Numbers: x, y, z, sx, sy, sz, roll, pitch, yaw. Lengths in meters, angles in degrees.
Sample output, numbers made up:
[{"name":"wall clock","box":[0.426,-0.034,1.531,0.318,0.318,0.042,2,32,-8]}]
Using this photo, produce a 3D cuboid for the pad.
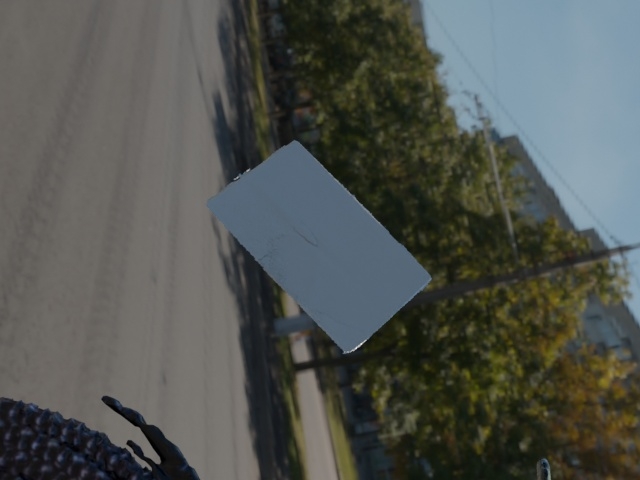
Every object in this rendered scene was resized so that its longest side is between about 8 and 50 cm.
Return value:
[{"name":"pad","box":[0.000,0.000,1.053,0.232,0.156,0.004,46,-34,9]}]

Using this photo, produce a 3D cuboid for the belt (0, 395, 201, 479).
[{"name":"belt","box":[-0.193,0.202,0.421,0.122,0.324,0.260,95,-13,-67]}]

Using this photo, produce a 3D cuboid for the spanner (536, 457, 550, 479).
[{"name":"spanner","box":[0.180,0.315,0.760,0.071,0.017,0.302,86,10,-49]}]
